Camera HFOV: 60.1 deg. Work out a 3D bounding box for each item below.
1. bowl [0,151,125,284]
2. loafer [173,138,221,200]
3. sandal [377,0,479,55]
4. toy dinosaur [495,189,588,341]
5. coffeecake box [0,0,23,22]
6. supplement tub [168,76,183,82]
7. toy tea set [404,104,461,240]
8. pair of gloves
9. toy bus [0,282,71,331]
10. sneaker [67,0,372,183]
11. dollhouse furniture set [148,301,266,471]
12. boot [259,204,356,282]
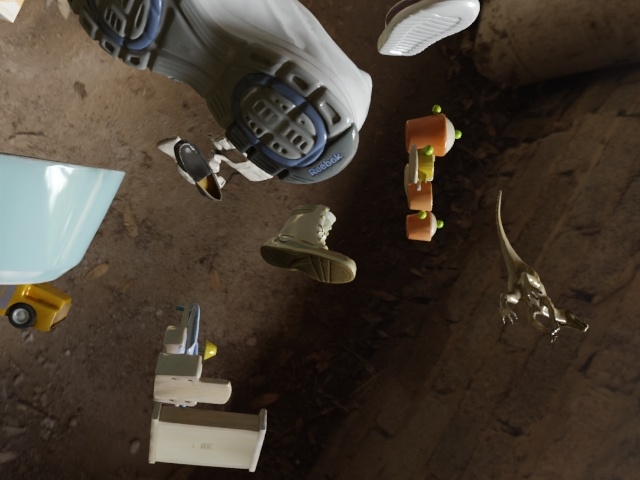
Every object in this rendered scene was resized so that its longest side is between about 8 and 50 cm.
[{"bbox_3d":[-0.432,-0.039,0.734,0.311,0.311,0.163,8,94,-24],"label":"bowl"},{"bbox_3d":[-0.272,-0.158,1.262,0.062,0.061,0.170,-43,135,-11],"label":"loafer"},{"bbox_3d":[0.234,-0.545,1.350,0.169,0.416,0.102,-2,95,-16],"label":"sandal"},{"bbox_3d":[0.218,0.045,0.594,0.183,0.053,0.093,53,35,-9],"label":"toy dinosaur"},{"bbox_3d":[-0.558,-0.498,0.940,0.068,0.142,0.186,20,83,17],"label":"coffeecake box"},{"bbox_3d":[-0.245,-0.393,1.135,0.117,0.190,0.117,-6,99,-45],"label":"supplement tub"},{"bbox_3d":[0.267,-0.144,1.311,0.124,0.336,0.200,-2,54,5],"label":"toy tea set"},{"bbox_3d":[-0.262,-0.192,1.370,0.204,0.240,0.042,52,41,-56],"label":"pair of gloves"},{"bbox_3d":[-0.638,0.051,1.047,0.332,0.108,0.130,26,89,-9],"label":"toy bus"},{"bbox_3d":[-0.081,-0.173,0.436,0.297,0.111,0.129,43,39,-9],"label":"sneaker"},{"bbox_3d":[-0.203,0.242,1.083,0.198,0.303,0.287,8,126,-10],"label":"dollhouse furniture set"},{"bbox_3d":[0.000,0.000,1.168,0.165,0.213,0.077,-54,148,-40],"label":"boot"}]
